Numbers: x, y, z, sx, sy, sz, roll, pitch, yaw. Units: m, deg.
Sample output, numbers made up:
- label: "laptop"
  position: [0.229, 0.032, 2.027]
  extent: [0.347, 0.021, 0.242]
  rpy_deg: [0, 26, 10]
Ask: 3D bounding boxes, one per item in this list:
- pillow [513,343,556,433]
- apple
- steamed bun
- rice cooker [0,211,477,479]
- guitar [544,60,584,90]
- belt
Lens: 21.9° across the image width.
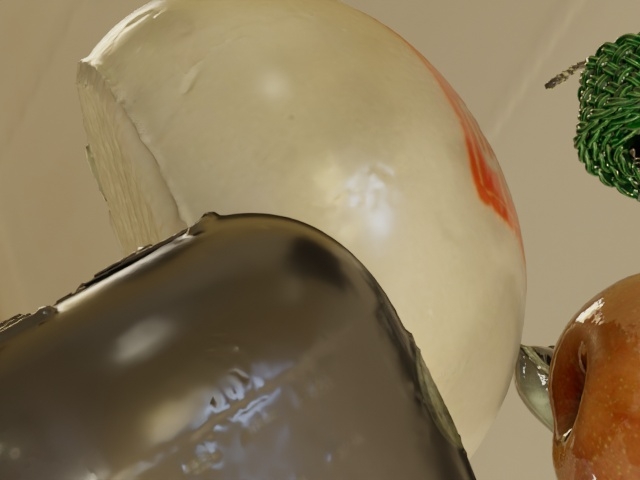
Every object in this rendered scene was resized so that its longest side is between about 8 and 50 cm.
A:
- label: "pillow"
  position: [0.191, 0.127, 1.206]
  extent: [0.136, 0.055, 0.091]
  rpy_deg: [46, -32, 13]
- label: "apple"
  position: [0.225, 0.114, 1.056]
  extent: [0.201, 0.162, 0.201]
  rpy_deg: [17, 90, -90]
- label: "steamed bun"
  position: [0.000, 0.000, 1.076]
  extent: [0.374, 0.241, 0.374]
  rpy_deg: [157, -90, -81]
- label: "rice cooker"
  position: [-0.065, 0.121, 0.727]
  extent: [0.267, 0.267, 0.224]
  rpy_deg: [-26, -84, 51]
- label: "guitar"
  position: [0.303, -0.174, 1.566]
  extent: [0.025, 0.233, 0.088]
  rpy_deg: [65, -31, 9]
- label: "belt"
  position: [0.234, -0.080, 1.055]
  extent: [0.121, 0.151, 0.079]
  rpy_deg: [-30, -139, 47]
